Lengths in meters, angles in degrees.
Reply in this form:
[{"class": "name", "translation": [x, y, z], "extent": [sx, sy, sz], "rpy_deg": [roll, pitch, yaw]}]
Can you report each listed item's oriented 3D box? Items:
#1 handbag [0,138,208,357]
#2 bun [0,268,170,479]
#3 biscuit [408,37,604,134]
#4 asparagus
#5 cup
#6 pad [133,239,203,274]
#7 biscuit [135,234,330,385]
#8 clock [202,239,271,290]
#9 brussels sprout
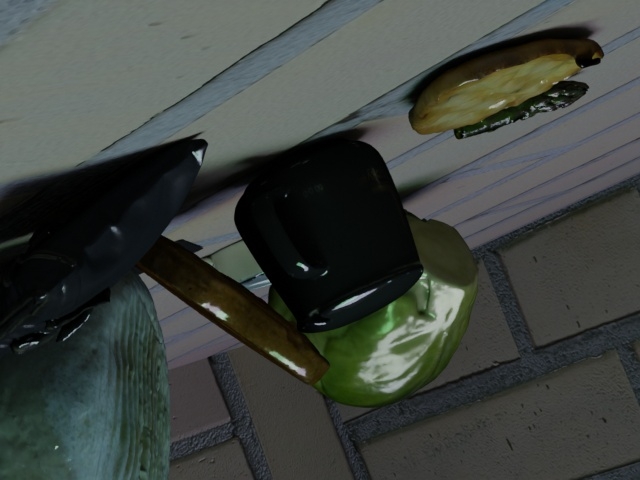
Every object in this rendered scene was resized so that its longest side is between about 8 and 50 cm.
[{"class": "handbag", "translation": [-0.213, 0.019, 1.450], "extent": [0.211, 0.088, 0.254], "rpy_deg": [-46, -174, -33]}, {"class": "bun", "translation": [-0.274, 0.187, 1.707], "extent": [0.211, 0.362, 0.362], "rpy_deg": [-5, 177, 10]}, {"class": "biscuit", "translation": [0.176, -0.156, 1.624], "extent": [0.203, 0.041, 0.260], "rpy_deg": [-20, 174, 23]}, {"class": "asparagus", "translation": [0.230, -0.151, 1.881], "extent": [0.165, 0.030, 0.036], "rpy_deg": [-20, 147, -5]}, {"class": "cup", "translation": [0.000, 0.000, 1.688], "extent": [0.169, 0.176, 0.223], "rpy_deg": [-27, 174, 24]}, {"class": "pad", "translation": [-0.210, 0.025, 2.063], "extent": [0.112, 0.003, 0.157], "rpy_deg": [-21, 174, 4]}, {"class": "biscuit", "translation": [-0.103, 0.059, 1.673], "extent": [0.049, 0.257, 0.273], "rpy_deg": [-56, -156, -7]}, {"class": "clock", "translation": [-0.080, 0.029, 2.276], "extent": [0.229, 0.063, 0.155], "rpy_deg": [-25, 174, 26]}, {"class": "brussels sprout", "translation": [0.085, 0.092, 2.416], "extent": [0.289, 0.281, 0.355], "rpy_deg": [-17, 163, -40]}]
